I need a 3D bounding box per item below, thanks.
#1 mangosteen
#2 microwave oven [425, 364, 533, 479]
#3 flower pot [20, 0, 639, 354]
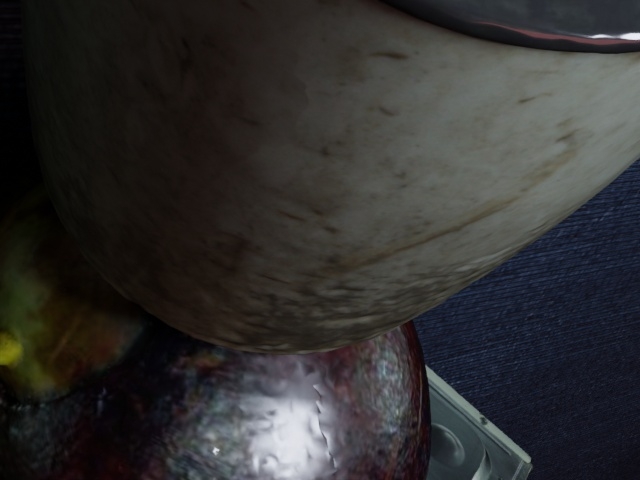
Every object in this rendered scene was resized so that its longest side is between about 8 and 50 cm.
[{"bbox_3d":[-0.101,0.096,0.926,0.330,0.330,0.330,-28,158,-13],"label":"mangosteen"},{"bbox_3d":[-0.046,0.289,1.284,0.333,0.247,0.394,-47,-179,34],"label":"microwave oven"},{"bbox_3d":[0.013,-0.119,0.677,0.294,0.293,0.330,-22,163,-28],"label":"flower pot"}]
